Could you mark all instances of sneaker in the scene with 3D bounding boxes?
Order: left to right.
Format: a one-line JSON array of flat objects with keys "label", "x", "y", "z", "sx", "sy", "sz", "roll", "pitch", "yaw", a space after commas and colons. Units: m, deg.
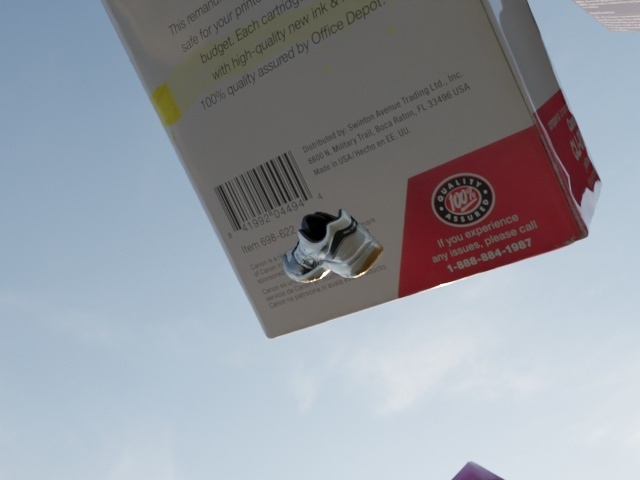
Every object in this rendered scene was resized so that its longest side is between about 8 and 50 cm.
[{"label": "sneaker", "x": 0.000, "y": 0.000, "z": 0.382, "sx": 0.037, "sy": 0.083, "sz": 0.032, "roll": 50, "pitch": -120, "yaw": -16}]

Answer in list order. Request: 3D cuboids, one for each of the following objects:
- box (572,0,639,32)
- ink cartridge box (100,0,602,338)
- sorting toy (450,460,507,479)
[{"label": "box", "x": 0.426, "y": -0.450, "z": 1.018, "sx": 0.381, "sy": 0.191, "sz": 0.143, "roll": 17, "pitch": -86, "yaw": -34}, {"label": "ink cartridge box", "x": 0.014, "y": -0.152, "z": 0.552, "sx": 0.279, "sy": 0.160, "sz": 0.384, "roll": -21, "pitch": -82, "yaw": 32}, {"label": "sorting toy", "x": 0.223, "y": 0.287, "z": 0.497, "sx": 0.365, "sy": 0.126, "sz": 0.127, "roll": 44, "pitch": -104, "yaw": -25}]
